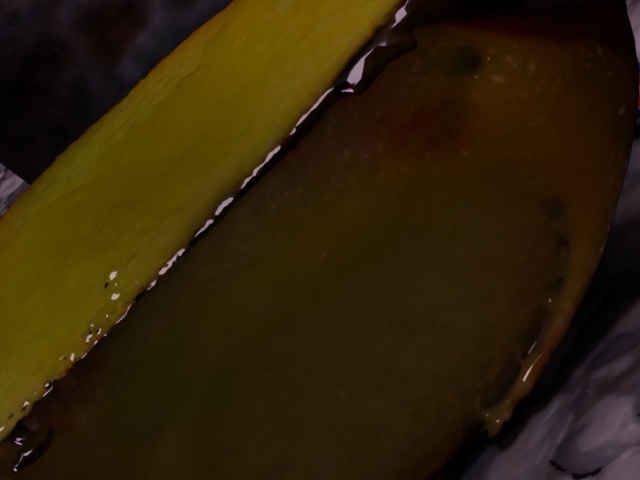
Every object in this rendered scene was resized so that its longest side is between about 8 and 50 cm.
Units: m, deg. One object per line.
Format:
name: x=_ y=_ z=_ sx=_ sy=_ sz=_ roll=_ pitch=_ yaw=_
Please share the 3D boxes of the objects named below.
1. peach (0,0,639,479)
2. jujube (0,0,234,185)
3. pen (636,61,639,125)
peach: x=-0.005 y=0.000 z=0.691 sx=0.267 sy=0.159 sz=0.154 roll=-49 pitch=34 yaw=-5
jujube: x=-0.051 y=-0.154 z=0.928 sx=0.308 sy=0.246 sz=0.215 roll=-57 pitch=35 yaw=1
pen: x=0.115 y=-0.054 z=0.755 sx=0.204 sy=0.025 sz=0.025 roll=-17 pitch=36 yaw=48
